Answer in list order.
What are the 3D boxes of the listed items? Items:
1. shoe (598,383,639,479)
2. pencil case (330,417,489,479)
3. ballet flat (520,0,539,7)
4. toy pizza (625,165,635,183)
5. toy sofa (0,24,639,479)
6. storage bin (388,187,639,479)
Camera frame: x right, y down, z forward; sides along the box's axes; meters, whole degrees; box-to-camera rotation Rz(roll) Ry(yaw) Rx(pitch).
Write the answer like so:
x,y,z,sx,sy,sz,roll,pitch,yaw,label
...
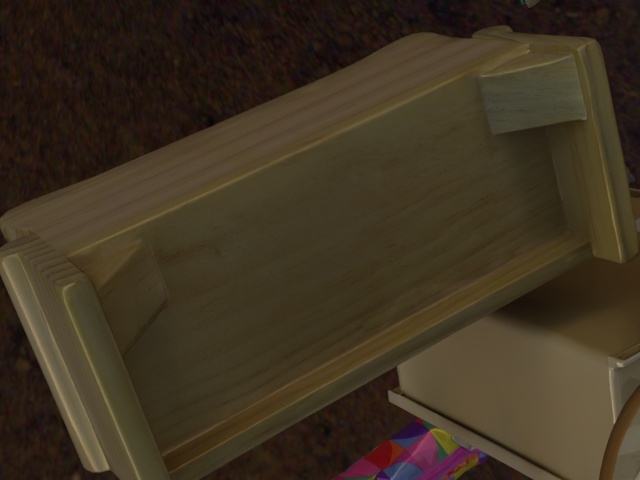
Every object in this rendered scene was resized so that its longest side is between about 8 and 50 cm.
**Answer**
x,y,z,sx,sy,sz,roll,pitch,yaw,label
0.179,0.173,0.554,0.076,0.058,0.219,4,94,-22,shoe
0.106,0.292,1.404,0.236,0.104,0.104,-33,120,-21,pencil case
0.217,-0.264,1.116,0.052,0.168,0.057,-7,97,14,ballet flat
0.287,-0.119,1.350,0.201,0.201,0.032,23,92,-22,toy pizza
0.000,0.000,0.685,0.362,0.177,0.150,-27,112,-22,toy sofa
0.222,0.061,0.845,0.260,0.262,0.123,-22,112,-27,storage bin
